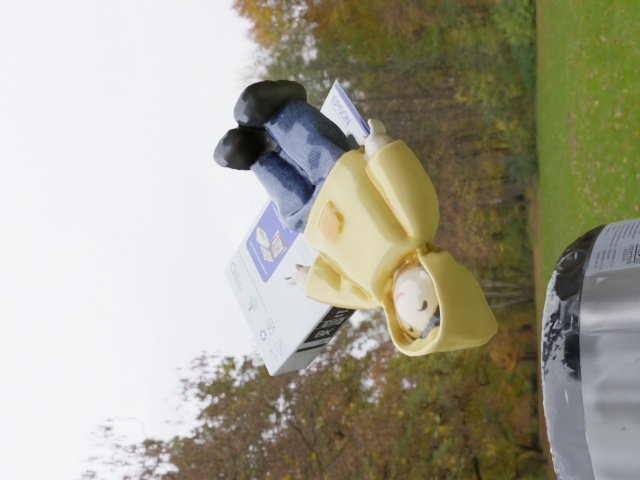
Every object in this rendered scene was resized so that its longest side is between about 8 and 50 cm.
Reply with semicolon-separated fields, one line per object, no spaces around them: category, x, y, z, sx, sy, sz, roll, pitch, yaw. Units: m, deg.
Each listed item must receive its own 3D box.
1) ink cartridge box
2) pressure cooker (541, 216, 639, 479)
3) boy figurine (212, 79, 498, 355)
ink cartridge box;0.000;0.000;0.742;0.065;0.333;0.165;-6;-124;-37
pressure cooker;0.446;0.132;0.551;0.375;0.420;0.370;30;-122;-42
boy figurine;0.026;-0.007;0.561;0.092;0.285;0.177;-11;-37;-50
